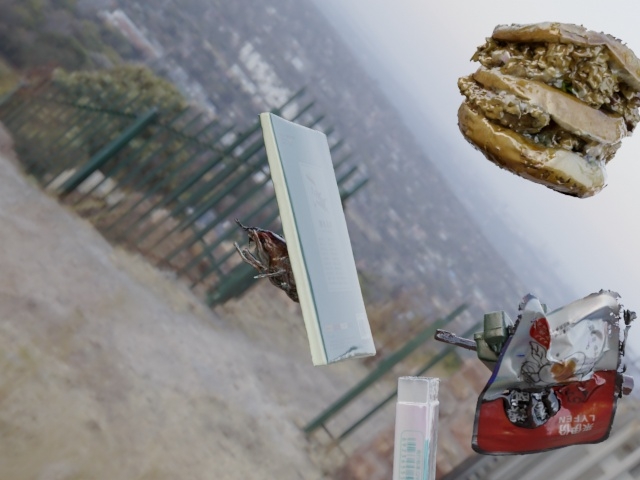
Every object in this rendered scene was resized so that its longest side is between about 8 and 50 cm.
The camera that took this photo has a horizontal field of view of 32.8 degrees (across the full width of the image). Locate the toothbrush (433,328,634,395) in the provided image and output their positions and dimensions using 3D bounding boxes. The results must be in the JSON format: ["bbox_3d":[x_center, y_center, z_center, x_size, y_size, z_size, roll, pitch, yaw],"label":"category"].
[{"bbox_3d":[0.366,0.207,1.863,0.364,0.040,0.041,15,14,-7],"label":"toothbrush"}]

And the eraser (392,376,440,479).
[{"bbox_3d":[0.131,0.304,1.517,0.095,0.052,0.225,21,72,-75],"label":"eraser"}]

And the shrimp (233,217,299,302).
[{"bbox_3d":[-0.074,0.030,1.747,0.190,0.073,0.075,45,13,-26],"label":"shrimp"}]

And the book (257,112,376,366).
[{"bbox_3d":[0.000,0.000,1.664,0.264,0.031,0.379,11,65,-72],"label":"book"}]

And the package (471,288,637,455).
[{"bbox_3d":[0.299,0.171,1.397,0.071,0.194,0.269,-86,177,-49],"label":"package"}]

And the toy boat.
[{"bbox_3d":[0.346,0.191,1.644,0.319,0.141,0.092,45,41,-49],"label":"toy boat"}]

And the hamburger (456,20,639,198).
[{"bbox_3d":[0.305,-0.184,1.468,0.245,0.211,0.260,23,7,13],"label":"hamburger"}]
